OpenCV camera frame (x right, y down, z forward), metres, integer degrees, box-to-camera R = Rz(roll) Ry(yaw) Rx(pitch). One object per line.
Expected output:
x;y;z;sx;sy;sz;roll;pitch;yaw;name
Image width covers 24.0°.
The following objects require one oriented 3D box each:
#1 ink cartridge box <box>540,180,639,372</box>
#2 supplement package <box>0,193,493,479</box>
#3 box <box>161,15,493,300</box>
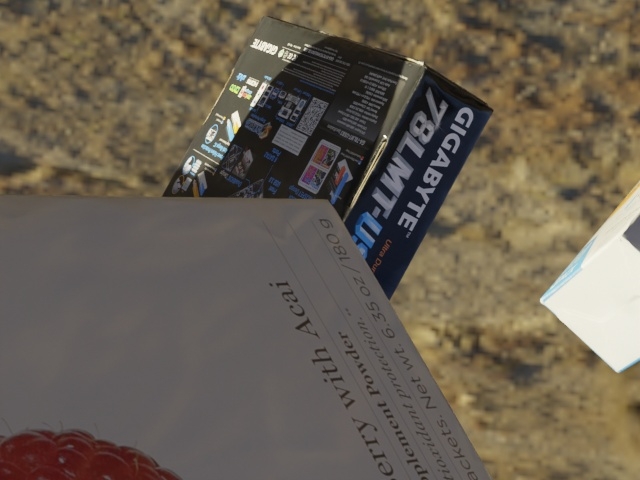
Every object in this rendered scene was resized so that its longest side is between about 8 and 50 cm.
0.206;-0.025;0.795;0.061;0.181;0.104;43;155;3;ink cartridge box
-0.106;0.104;0.463;0.293;0.178;0.175;-1;143;-46;supplement package
-0.035;-0.010;1.113;0.073;0.293;0.295;27;-178;-28;box
